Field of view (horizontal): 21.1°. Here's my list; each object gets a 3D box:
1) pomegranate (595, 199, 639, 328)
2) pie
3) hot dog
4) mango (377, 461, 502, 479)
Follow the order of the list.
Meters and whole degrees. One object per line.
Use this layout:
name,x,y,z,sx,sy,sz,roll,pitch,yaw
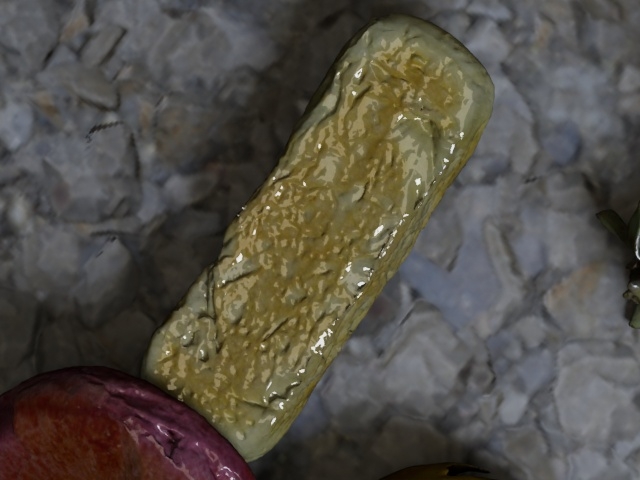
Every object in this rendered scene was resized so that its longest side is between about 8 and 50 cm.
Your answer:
pomegranate,0.221,-0.013,0.812,0.169,0.148,0.149,-16,87,4
pie,-0.105,0.147,0.861,0.182,0.049,0.182,9,113,23
hot dog,0.000,0.000,0.868,0.084,0.073,0.242,33,95,10
mango,0.042,0.227,0.833,0.151,0.156,0.249,14,69,31
